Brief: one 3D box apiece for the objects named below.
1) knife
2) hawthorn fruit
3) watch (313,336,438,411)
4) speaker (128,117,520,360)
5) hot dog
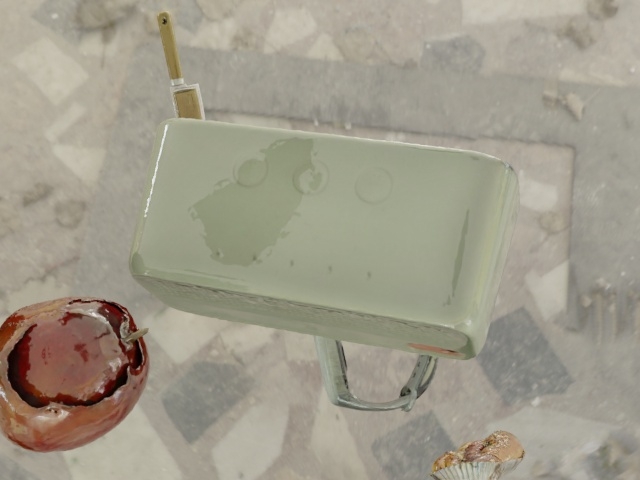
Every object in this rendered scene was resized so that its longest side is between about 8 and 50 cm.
[{"bbox_3d":[-0.211,-0.231,1.429,0.046,0.022,0.256,-11,98,0],"label":"knife"},{"bbox_3d":[-0.225,0.117,0.846,0.172,0.148,0.148,-19,68,20],"label":"hawthorn fruit"},{"bbox_3d":[0.091,0.162,1.388,0.193,0.068,0.206,-14,94,-7],"label":"watch"},{"bbox_3d":[0.000,0.000,1.005,0.406,0.183,0.184,8,70,16],"label":"speaker"},{"bbox_3d":[0.220,0.302,1.262,0.108,0.191,0.059,-14,83,23],"label":"hot dog"}]
